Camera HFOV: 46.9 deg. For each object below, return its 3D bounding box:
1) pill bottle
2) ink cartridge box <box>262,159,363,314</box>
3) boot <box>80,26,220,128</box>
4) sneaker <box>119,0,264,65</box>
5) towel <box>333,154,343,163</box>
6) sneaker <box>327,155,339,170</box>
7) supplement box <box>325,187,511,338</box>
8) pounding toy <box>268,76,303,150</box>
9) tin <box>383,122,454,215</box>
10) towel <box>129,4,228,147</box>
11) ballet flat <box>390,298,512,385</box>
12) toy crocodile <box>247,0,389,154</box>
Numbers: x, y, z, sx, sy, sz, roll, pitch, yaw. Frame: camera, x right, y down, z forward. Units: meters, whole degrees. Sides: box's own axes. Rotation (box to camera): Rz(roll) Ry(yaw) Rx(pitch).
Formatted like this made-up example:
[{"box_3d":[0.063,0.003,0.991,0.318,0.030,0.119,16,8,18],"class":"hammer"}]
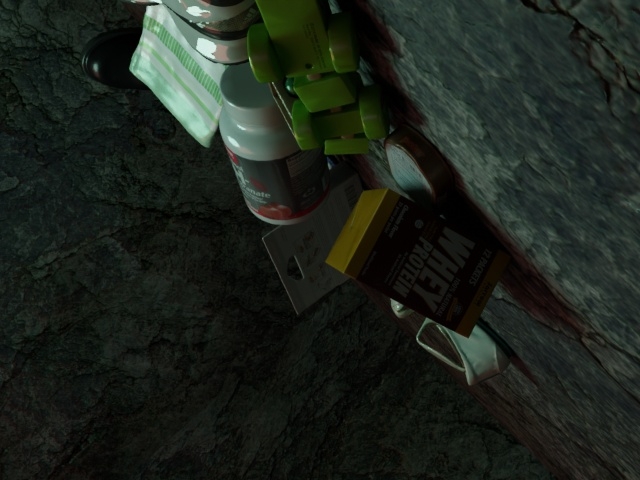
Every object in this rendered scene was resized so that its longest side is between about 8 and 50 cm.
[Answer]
[{"box_3d":[-0.083,-0.180,1.333,0.176,0.176,0.318,47,164,29],"class":"pill bottle"},{"box_3d":[0.000,0.000,1.564,0.060,0.239,0.275,45,164,40],"class":"ink cartridge box"},{"box_3d":[-0.327,-0.349,1.596,0.260,0.348,0.131,-117,28,-44],"class":"boot"},{"box_3d":[-0.239,-0.446,1.007,0.447,0.169,0.257,38,163,27],"class":"sneaker"},{"box_3d":[0.016,-0.192,1.526,0.083,0.009,0.060,47,177,23],"class":"towel"},{"box_3d":[-0.016,-0.178,1.574,0.135,0.058,0.052,49,-163,31],"class":"sneaker"},{"box_3d":[0.132,0.027,1.065,0.194,0.129,0.191,28,179,-7],"class":"supplement box"},{"box_3d":[-0.009,-0.213,1.082,0.130,0.100,0.141,62,177,13],"class":"pounding toy"},{"box_3d":[0.133,-0.092,1.004,0.106,0.040,0.189,52,178,20],"class":"tin"},{"box_3d":[-0.250,-0.359,1.378,0.248,0.038,0.325,47,141,10],"class":"towel"},{"box_3d":[0.236,0.153,1.609,0.400,0.139,0.139,47,176,25],"class":"ballet flat"},{"box_3d":[0.003,-0.200,0.864,0.340,0.115,0.105,55,-149,-57],"class":"toy crocodile"}]
